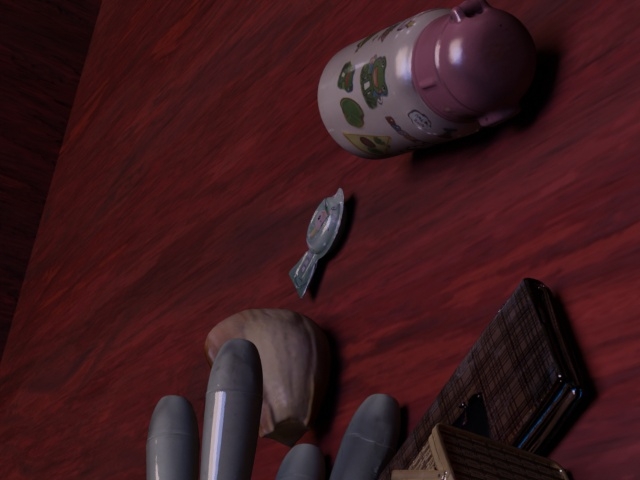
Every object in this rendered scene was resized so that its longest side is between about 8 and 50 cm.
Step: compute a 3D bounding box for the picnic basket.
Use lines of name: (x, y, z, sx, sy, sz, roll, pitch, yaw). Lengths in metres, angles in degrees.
picnic basket: (0.113, 0.204, 0.837, 0.079, 0.115, 0.164, -58, 24, 24)

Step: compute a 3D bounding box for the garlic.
garlic: (-0.050, 0.119, 1.339, 0.115, 0.128, 0.206, -43, 9, -5)

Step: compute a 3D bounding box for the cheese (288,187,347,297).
cheese: (0.000, 0.000, 1.412, 0.121, 0.026, 0.067, -64, 22, 16)

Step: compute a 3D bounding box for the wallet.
wallet: (0.114, 0.147, 0.989, 0.230, 0.042, 0.124, -56, 23, 27)

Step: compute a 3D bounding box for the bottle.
bottle: (0.098, -0.143, 1.179, 0.253, 0.120, 0.120, -6, 66, 66)

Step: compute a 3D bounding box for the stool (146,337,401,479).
stool: (-0.051, 0.223, 1.127, 0.195, 0.195, 0.199, -43, 28, 49)
